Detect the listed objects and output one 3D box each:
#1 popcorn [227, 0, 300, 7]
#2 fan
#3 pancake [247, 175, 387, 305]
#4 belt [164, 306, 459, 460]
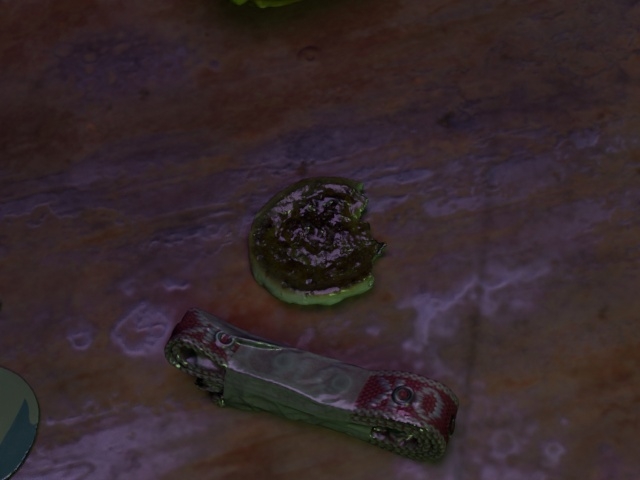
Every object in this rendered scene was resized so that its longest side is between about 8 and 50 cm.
[{"bbox_3d":[-0.032,-0.319,1.186,0.221,0.204,0.184,-25,59,-25],"label":"popcorn"},{"bbox_3d":[-0.282,0.125,1.058,0.113,0.005,0.175,0,60,6],"label":"fan"},{"bbox_3d":[-0.006,0.002,1.091,0.116,0.023,0.130,-16,55,-3],"label":"pancake"},{"bbox_3d":[-0.008,0.115,1.001,0.232,0.071,0.053,17,56,12],"label":"belt"}]
